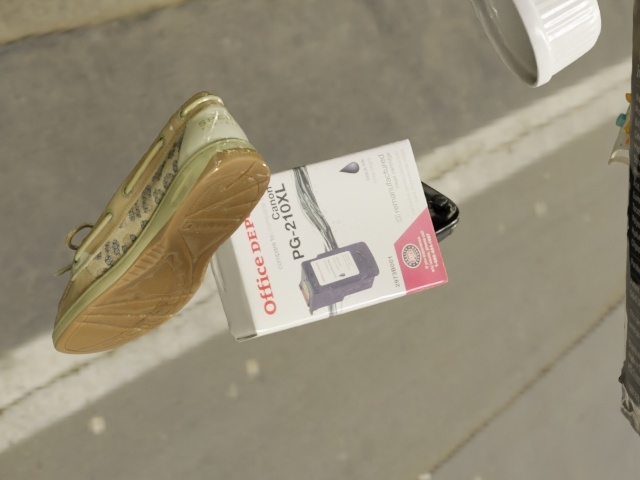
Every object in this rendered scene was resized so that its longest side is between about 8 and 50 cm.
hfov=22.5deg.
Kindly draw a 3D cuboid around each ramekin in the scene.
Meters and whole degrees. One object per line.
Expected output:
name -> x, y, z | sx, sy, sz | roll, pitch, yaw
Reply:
ramekin -> 0.283, -0.317, 2.134 | 0.207, 0.109, 0.207 | 62, -5, 10

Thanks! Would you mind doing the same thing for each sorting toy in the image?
sorting toy -> 0.321, -0.105, 1.619 | 0.045, 0.083, 0.075 | 33, 81, -33

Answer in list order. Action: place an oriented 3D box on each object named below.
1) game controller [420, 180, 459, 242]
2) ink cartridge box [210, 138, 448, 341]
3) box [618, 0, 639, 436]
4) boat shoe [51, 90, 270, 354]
game controller -> 0.035, -0.011, 2.152 | 0.319, 0.166, 0.067 | -27, 146, -37
ink cartridge box -> 0.000, 0.000, 1.813 | 0.237, 0.100, 0.172 | -15, 89, -19
box -> 0.507, -0.048, 1.276 | 0.297, 0.480, 0.471 | -114, -158, -74
boat shoe -> -0.147, -0.005, 1.391 | 0.105, 0.285, 0.089 | 5, 48, -47
